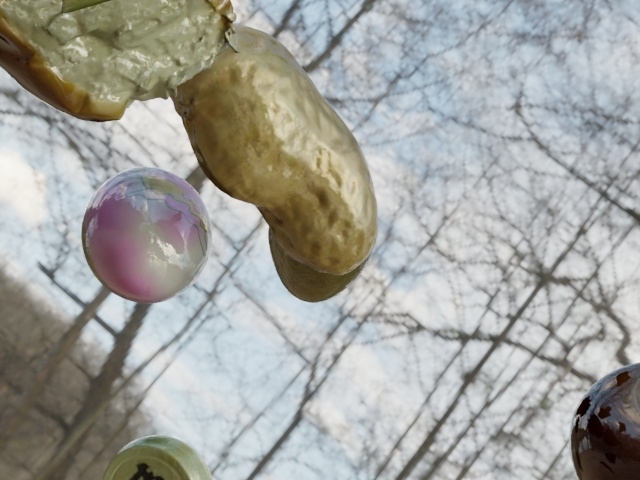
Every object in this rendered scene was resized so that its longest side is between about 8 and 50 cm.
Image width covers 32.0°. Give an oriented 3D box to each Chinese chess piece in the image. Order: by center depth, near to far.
[{"bbox_3d":[-0.200,0.311,1.366,0.144,0.144,0.058,35,13,16],"label":"Chinese chess piece"}]

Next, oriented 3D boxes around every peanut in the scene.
[{"bbox_3d":[-0.053,-0.114,1.442,0.169,0.192,0.387,-23,-63,38],"label":"peanut"}]

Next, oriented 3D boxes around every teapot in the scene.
[{"bbox_3d":[0.265,0.184,0.815,0.178,0.252,0.135,11,-59,29],"label":"teapot"}]

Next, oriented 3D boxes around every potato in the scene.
[{"bbox_3d":[0.000,0.000,1.716,0.251,0.159,0.174,99,-15,-48],"label":"potato"}]

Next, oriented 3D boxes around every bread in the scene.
[{"bbox_3d":[-0.247,-0.261,1.094,0.279,0.225,0.250,52,0,-32],"label":"bread"}]

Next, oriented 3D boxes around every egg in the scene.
[{"bbox_3d":[-0.251,-0.009,1.619,0.196,0.196,0.271,46,-7,-12],"label":"egg"}]

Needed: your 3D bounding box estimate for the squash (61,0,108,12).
[{"bbox_3d":[-0.166,-0.289,0.819,0.133,0.220,0.220,-11,-38,7],"label":"squash"}]
